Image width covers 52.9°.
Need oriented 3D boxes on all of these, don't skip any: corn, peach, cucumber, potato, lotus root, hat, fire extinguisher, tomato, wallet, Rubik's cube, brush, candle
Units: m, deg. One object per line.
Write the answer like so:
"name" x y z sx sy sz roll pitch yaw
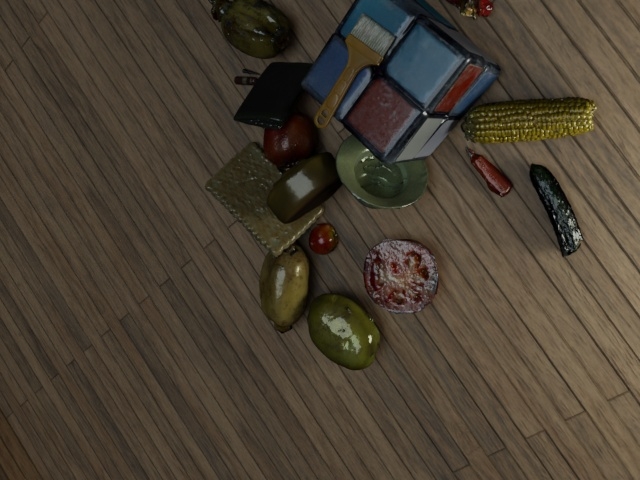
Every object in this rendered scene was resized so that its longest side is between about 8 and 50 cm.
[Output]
"corn" 0.502 -0.293 1.571 0.317 0.115 0.115 0 101 24
"peach" 0.001 -0.001 1.906 0.098 0.061 0.098 6 108 19
"cucumber" 0.587 -0.084 1.599 0.067 0.067 0.245 -22 90 28
"potato" 0.067 0.263 1.882 0.228 0.148 0.197 21 123 22
"lotus root" -0.110 0.146 1.946 0.146 0.160 0.285 -1 109 -13
"lotus root" -0.207 -0.616 1.833 0.278 0.154 0.154 30 113 17
"hat" 0.152 -0.164 1.744 0.257 0.257 0.130 43 152 12
"fire extinguisher" -0.209 -0.489 1.928 0.100 0.032 0.046 8 70 25
"tomato" 0.233 0.092 1.800 0.224 0.085 0.225 4 102 22
"wallet" -0.125 -0.414 1.811 0.168 0.245 0.052 12 149 28
"Rubik's cube" 0.200 -0.403 1.572 0.318 0.313 0.316 45 116 15
"brush" 0.060 -0.372 1.468 0.103 0.013 0.272 42 116 18
"candle" 0.427 -0.179 1.665 0.162 0.048 0.053 49 134 9

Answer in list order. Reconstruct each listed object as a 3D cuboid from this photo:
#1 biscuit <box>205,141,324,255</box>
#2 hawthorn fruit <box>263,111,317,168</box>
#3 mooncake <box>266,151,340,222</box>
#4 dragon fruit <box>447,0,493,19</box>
"biscuit" -0.169 -0.127 1.922 0.325 0.044 0.217 43 80 12
"hawthorn fruit" -0.088 -0.306 1.842 0.156 0.157 0.194 -3 85 27
"mooncake" -0.035 -0.156 1.780 0.235 0.234 0.117 -41 81 27
"dragon fruit" 0.352 -0.627 1.608 0.192 0.122 0.092 46 156 7
